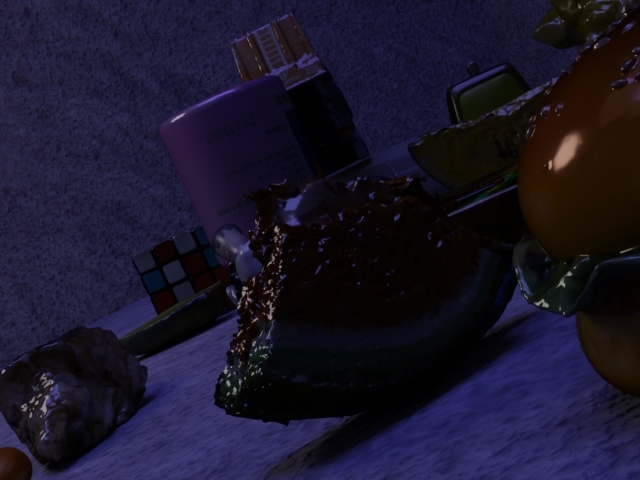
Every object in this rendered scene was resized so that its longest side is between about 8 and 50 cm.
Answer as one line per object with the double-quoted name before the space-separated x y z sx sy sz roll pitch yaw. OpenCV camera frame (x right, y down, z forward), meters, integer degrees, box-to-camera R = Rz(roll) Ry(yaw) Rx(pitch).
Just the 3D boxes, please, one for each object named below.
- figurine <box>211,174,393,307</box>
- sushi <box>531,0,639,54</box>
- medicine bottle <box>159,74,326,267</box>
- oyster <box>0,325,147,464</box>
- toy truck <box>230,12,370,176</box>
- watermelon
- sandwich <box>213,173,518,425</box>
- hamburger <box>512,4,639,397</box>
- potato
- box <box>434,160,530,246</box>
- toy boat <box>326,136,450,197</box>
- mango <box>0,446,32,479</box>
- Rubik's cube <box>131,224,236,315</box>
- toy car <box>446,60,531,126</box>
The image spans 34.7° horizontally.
"figurine" 0.000 0.000 1.139 0.222 0.145 0.145 -23 3 -21
"sushi" 0.375 -0.246 1.023 0.285 0.328 0.328 -21 7 -25
"medicine bottle" -0.076 -0.055 1.352 0.178 0.290 0.178 -25 5 2
"oyster" -0.281 0.159 1.120 0.166 0.110 0.341 -25 5 6
"toy truck" -0.032 -0.210 1.583 0.136 0.162 0.305 -26 -22 4
"watermelon" 0.271 -0.132 1.300 0.301 0.129 0.123 -23 34 14
"sandwich" 0.043 0.030 0.671 0.235 0.159 0.079 -5 -11 -27
"hamburger" 0.200 -0.042 0.469 0.246 0.170 0.246 -23 2 1
"potato" -0.226 0.130 1.578 0.198 0.054 0.119 -30 6 -13
"box" 0.176 -0.026 1.074 0.159 0.071 0.240 -21 5 13
"toy boat" 0.111 -0.074 1.687 0.269 0.140 0.141 -25 4 -29
"mango" -0.290 0.219 0.913 0.060 0.046 0.089 -26 16 18
"Rubik's cube" -0.203 0.054 1.725 0.155 0.151 0.154 -25 3 8
"toy car" 0.261 -0.171 1.499 0.204 0.198 0.248 -25 4 8
